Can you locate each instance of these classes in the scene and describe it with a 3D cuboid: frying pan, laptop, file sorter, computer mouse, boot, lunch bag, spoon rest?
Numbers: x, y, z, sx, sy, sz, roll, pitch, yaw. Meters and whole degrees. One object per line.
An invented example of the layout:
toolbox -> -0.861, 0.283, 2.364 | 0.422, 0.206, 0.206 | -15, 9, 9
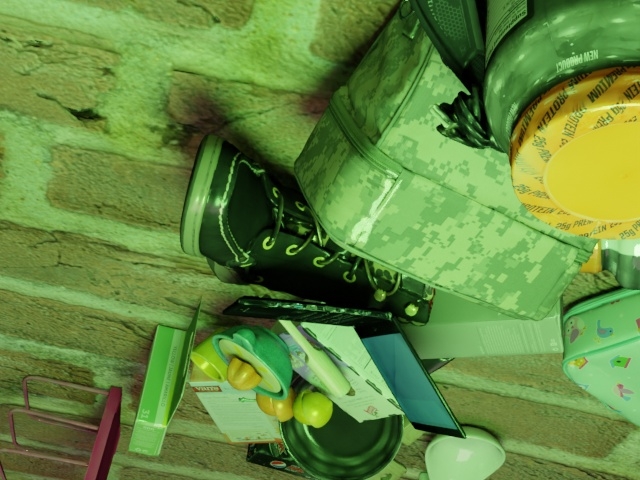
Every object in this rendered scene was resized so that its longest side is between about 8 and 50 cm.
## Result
frying pan -> 0.067, 0.224, 1.725 | 0.197, 0.053, 0.326 | 33, 100, 6
laptop -> 0.018, 0.150, 1.322 | 0.264, 0.136, 0.234 | 6, 172, -9
file sorter -> -0.470, 0.407, 1.942 | 0.182, 0.290, 0.202 | 13, 146, -2
computer mouse -> 0.111, -0.201, 0.971 | 0.072, 0.272, 0.188 | -12, 176, 27
boot -> 0.000, 0.000, 1.297 | 0.284, 0.138, 0.377 | 13, 164, 8
lunch bag -> 0.488, 0.160, 1.554 | 0.224, 0.108, 0.279 | -28, 133, 37
lunch bag -> 0.163, -0.093, 1.151 | 0.305, 0.212, 0.256 | 24, 111, -22
spoon rest -> 0.236, 0.405, 1.985 | 0.137, 0.084, 0.276 | 11, 147, -5

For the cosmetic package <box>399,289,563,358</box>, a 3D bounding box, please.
cosmetic package -> 0.197, 0.080, 1.476 | 0.238, 0.127, 0.107 | -4, 145, 14

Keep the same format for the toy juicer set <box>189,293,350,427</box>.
toy juicer set -> -0.067, 0.196, 1.574 | 0.209, 0.089, 0.329 | 43, 156, -5

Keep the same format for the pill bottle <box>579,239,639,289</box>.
pill bottle -> 0.419, -0.006, 1.302 | 0.246, 0.130, 0.130 | -1, 145, 10

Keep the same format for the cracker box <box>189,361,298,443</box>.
cracker box -> -0.105, 0.257, 1.845 | 0.156, 0.067, 0.232 | -3, 145, 12

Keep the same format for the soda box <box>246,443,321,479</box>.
soda box -> -0.046, 0.392, 2.043 | 0.169, 0.053, 0.060 | 19, 144, -18

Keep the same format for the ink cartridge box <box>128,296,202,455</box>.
ink cartridge box -> -0.237, 0.205, 1.700 | 0.056, 0.171, 0.235 | 13, 145, -8

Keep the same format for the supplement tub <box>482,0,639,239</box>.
supplement tub -> 0.235, -0.182, 0.892 | 0.207, 0.338, 0.207 | 5, 146, 3

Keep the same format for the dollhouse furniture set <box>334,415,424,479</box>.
dollhouse furniture set -> 0.109, 0.294, 1.844 | 0.184, 0.129, 0.129 | -41, 130, 12

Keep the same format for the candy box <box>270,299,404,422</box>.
candy box -> 0.033, 0.169, 1.596 | 0.196, 0.070, 0.165 | 40, 156, -9
